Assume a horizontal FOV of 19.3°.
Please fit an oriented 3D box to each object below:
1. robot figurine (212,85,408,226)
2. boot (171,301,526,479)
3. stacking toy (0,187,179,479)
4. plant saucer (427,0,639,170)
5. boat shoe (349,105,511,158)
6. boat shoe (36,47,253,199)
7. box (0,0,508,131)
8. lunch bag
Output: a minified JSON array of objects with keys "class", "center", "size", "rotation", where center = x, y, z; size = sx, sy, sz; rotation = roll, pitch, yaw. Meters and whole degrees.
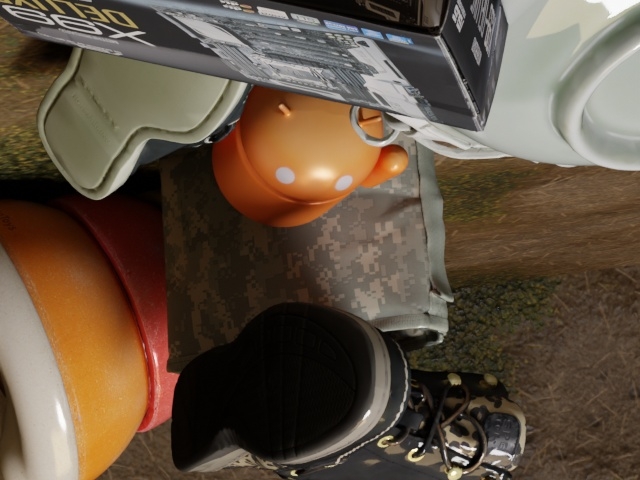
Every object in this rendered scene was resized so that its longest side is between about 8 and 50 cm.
[{"class":"robot figurine","center":[-0.023,-0.083,1.623],"size":[0.128,0.158,0.219],"rotation":[-41,-178,-19]},{"class":"boot","center":[0.056,0.154,1.677],"size":[0.284,0.138,0.377],"rotation":[10,161,-26]},{"class":"stacking toy","center":[-0.168,0.057,2.010],"size":[0.480,0.350,0.350],"rotation":[-21,176,-25]},{"class":"plant saucer","center":[0.248,-0.142,1.242],"size":[0.400,0.100,0.400],"rotation":[-14,154,-7]},{"class":"boat shoe","center":[0.094,-0.124,1.458],"size":[0.156,0.136,0.367],"rotation":[-14,165,32]},{"class":"boat shoe","center":[-0.103,-0.127,1.376],"size":[0.113,0.127,0.340],"rotation":[-36,177,-29]},{"class":"box","center":[-0.057,-0.149,1.069],"size":[0.307,0.076,0.242],"rotation":[13,174,11]},{"class":"lunch bag","center":[0.000,0.000,1.802],"size":[0.287,0.235,0.169],"rotation":[-13,163,33]}]
